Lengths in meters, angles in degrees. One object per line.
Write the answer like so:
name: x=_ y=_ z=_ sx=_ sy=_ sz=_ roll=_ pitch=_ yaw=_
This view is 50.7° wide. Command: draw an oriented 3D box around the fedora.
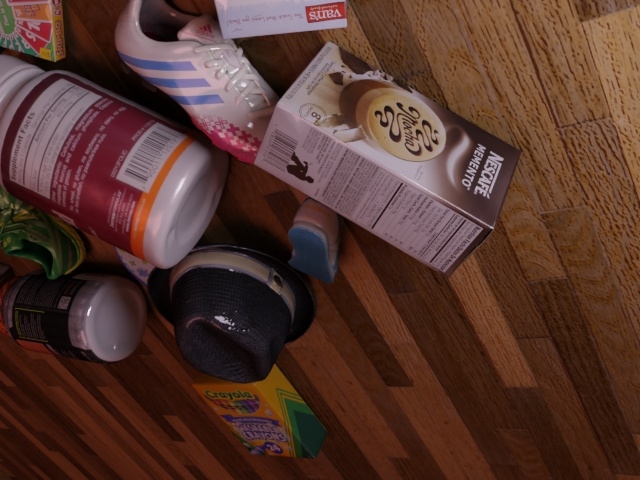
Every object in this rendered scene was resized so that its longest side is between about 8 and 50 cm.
fedora: x=-0.167 y=0.158 z=1.235 sx=0.334 sy=0.152 sz=0.334 roll=1 pitch=138 yaw=1

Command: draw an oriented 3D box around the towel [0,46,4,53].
towel: x=-0.584 y=-0.364 z=1.129 sx=0.119 sy=0.029 sz=0.067 roll=35 pitch=140 yaw=-4

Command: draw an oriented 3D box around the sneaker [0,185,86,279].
sneaker: x=-0.625 y=-0.037 z=1.404 sx=0.295 sy=0.123 sz=0.109 roll=44 pitch=138 yaw=-14

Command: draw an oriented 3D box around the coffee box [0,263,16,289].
coffee box: x=-0.911 y=0.108 z=1.704 sx=0.247 sy=0.141 sz=0.098 roll=17 pitch=137 yaw=16

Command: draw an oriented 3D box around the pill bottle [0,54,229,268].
pill bottle: x=-0.368 y=-0.133 z=1.081 sx=0.392 sy=0.224 sz=0.224 roll=26 pitch=139 yaw=6

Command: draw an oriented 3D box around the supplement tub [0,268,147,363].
supplement tub: x=-0.565 y=0.163 z=1.514 sx=0.316 sy=0.193 sz=0.193 roll=4 pitch=132 yaw=28

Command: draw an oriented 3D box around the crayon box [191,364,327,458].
crayon box: x=-0.152 y=0.373 z=1.560 sx=0.203 sy=0.083 sz=0.323 roll=-10 pitch=124 yaw=37

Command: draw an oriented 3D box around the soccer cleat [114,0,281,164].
soccer cleat: x=-0.141 y=-0.224 z=0.939 sx=0.331 sy=0.116 sz=0.143 roll=34 pitch=139 yaw=-3

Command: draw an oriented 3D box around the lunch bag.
lunch bag: x=-0.315 y=0.023 z=1.301 sx=0.129 sy=0.096 sz=0.151 roll=-18 pitch=130 yaw=41

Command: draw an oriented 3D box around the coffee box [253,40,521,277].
coffee box: x=0.090 y=-0.108 z=0.879 sx=0.297 sy=0.168 sz=0.119 roll=30 pitch=139 yaw=0

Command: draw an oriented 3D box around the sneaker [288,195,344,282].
sneaker: x=0.000 y=0.000 z=1.105 sx=0.088 sy=0.092 sz=0.228 roll=23 pitch=158 yaw=6

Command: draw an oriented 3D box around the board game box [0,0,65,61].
board game box: x=-0.521 y=-0.373 z=1.056 sx=0.260 sy=0.039 sz=0.124 roll=19 pitch=125 yaw=13

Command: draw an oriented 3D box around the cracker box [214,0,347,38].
cracker box: x=-0.056 y=-0.355 z=0.765 sx=0.156 sy=0.067 sz=0.232 roll=-3 pitch=131 yaw=6
